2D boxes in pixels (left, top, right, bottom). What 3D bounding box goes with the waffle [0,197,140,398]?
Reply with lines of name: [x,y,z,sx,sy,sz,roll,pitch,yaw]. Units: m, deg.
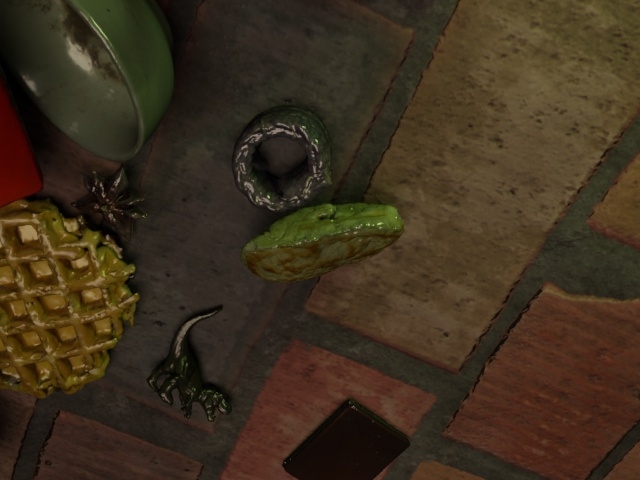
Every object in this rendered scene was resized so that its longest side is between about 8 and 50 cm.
waffle: [-0.504,0.093,1.082,0.382,0.095,0.380,28,111,-12]

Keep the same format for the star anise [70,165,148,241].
star anise: [-0.322,-0.070,1.010,0.124,0.056,0.129,33,128,-7]

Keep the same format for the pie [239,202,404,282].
pie: [0.000,0.000,0.983,0.248,0.201,0.090,-14,75,1]

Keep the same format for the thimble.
thimble: [-0.055,-0.119,0.958,0.150,0.098,0.150,1,114,3]

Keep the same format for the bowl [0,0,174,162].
bowl: [-0.291,-0.260,0.857,0.289,0.146,0.289,29,146,22]

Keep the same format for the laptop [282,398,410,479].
laptop: [0.048,0.400,1.225,0.154,0.026,0.207,36,112,-14]

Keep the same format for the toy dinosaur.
toy dinosaur: [-0.211,0.220,1.161,0.179,0.087,0.187,-47,126,-17]

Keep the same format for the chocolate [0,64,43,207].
chocolate: [-0.550,-0.156,0.791,0.341,0.161,0.360,-29,140,-25]
